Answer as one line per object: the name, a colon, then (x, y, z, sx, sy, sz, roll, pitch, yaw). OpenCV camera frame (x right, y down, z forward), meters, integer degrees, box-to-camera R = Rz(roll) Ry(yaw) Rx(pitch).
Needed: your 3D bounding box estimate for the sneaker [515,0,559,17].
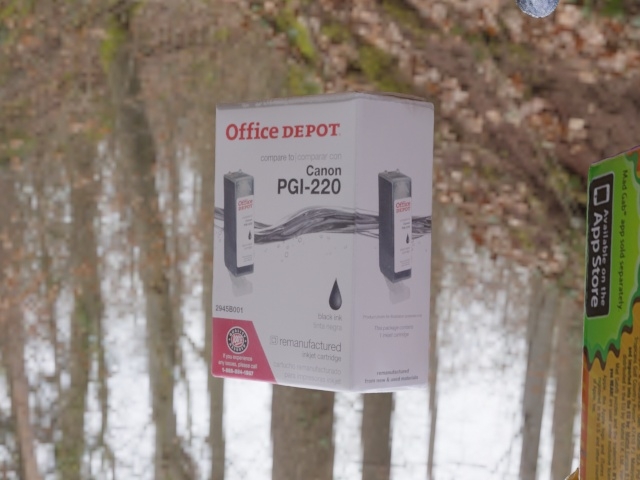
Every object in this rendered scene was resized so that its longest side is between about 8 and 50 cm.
sneaker: (0.266, -0.300, 1.134, 0.122, 0.283, 0.110, 31, -173, -10)

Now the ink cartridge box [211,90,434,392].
ink cartridge box: (0.000, 0.000, 1.031, 0.158, 0.218, 0.092, 1, 178, 44)

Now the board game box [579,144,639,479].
board game box: (0.347, 0.126, 0.575, 0.356, 0.357, 0.356, 5, 172, -15)

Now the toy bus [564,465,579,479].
toy bus: (0.290, 0.209, 1.016, 0.220, 0.211, 0.149, 33, 167, 15)
